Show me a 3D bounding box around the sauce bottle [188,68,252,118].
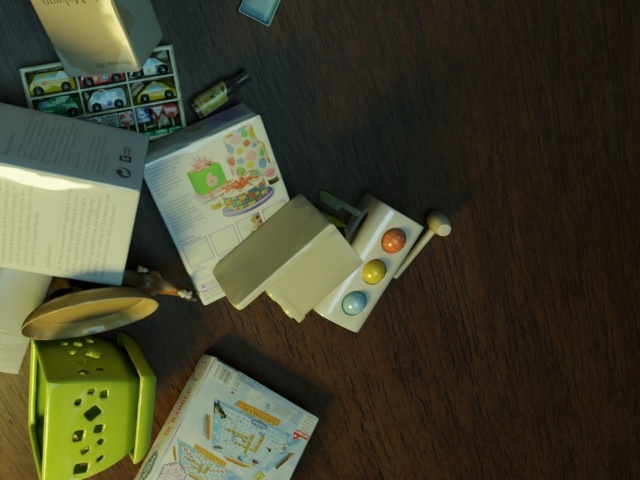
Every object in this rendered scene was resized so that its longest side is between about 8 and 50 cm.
[{"bbox_3d":[-0.190,-0.282,1.381,0.128,0.042,0.042,-38,118,-7],"label":"sauce bottle"}]

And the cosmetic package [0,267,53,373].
[{"bbox_3d":[-0.566,0.108,1.328,0.107,0.127,0.237,15,101,-26],"label":"cosmetic package"}]

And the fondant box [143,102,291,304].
[{"bbox_3d":[-0.187,-0.067,1.410,0.238,0.096,0.330,-26,124,-11],"label":"fondant box"}]

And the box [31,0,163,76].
[{"bbox_3d":[-0.377,-0.424,1.135,0.148,0.121,0.311,-2,133,15],"label":"box"}]

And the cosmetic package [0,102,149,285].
[{"bbox_3d":[-0.527,-0.089,1.172,0.454,0.161,0.230,11,131,-16],"label":"cosmetic package"}]

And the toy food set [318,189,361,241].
[{"bbox_3d":[0.000,0.000,1.515,0.039,0.132,0.191,5,109,-54],"label":"toy food set"}]

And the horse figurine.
[{"bbox_3d":[-0.387,0.087,1.377,0.264,0.174,0.066,-7,78,15],"label":"horse figurine"}]

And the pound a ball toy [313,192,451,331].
[{"bbox_3d":[0.141,0.049,1.580,0.208,0.136,0.319,29,97,-28],"label":"pound a ball toy"}]

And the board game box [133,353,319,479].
[{"bbox_3d":[-0.198,0.460,1.574,0.319,0.066,0.317,38,70,-28],"label":"board game box"}]

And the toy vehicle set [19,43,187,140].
[{"bbox_3d":[-0.388,-0.253,1.315,0.267,0.035,0.165,-14,114,-16],"label":"toy vehicle set"}]

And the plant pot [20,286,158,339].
[{"bbox_3d":[-0.409,0.127,1.285,0.237,0.236,0.032,-12,75,-17],"label":"plant pot"}]

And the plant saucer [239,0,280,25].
[{"bbox_3d":[-0.087,-0.504,1.353,0.067,0.018,0.192,21,100,-27],"label":"plant saucer"}]

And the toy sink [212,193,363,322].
[{"bbox_3d":[-0.062,0.052,1.382,0.234,0.153,0.131,-41,126,-2],"label":"toy sink"}]

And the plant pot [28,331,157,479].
[{"bbox_3d":[-0.443,0.310,1.401,0.207,0.228,0.227,-1,109,-29],"label":"plant pot"}]
